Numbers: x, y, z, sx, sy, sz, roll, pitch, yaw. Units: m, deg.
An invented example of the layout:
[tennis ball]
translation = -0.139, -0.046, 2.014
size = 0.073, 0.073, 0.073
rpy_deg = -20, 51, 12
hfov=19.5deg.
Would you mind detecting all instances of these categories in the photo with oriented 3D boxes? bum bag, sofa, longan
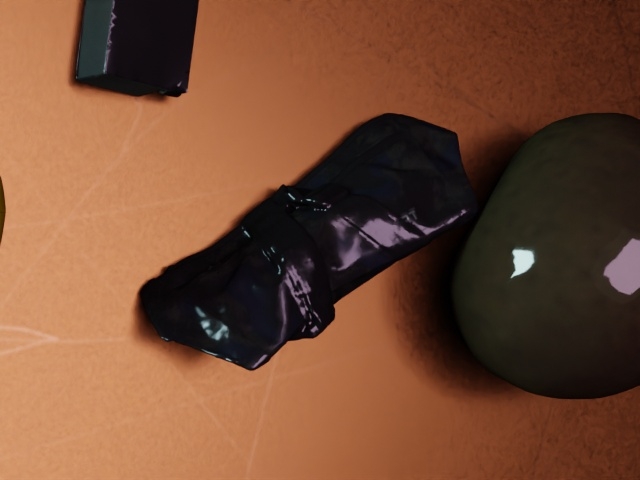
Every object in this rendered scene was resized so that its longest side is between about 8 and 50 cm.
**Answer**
[bum bag]
translation = 0.000, 0.000, 1.522
size = 0.310, 0.074, 0.137
rpy_deg = -37, 57, -16
[sofa]
translation = -0.147, -0.193, 1.516
size = 0.085, 0.060, 0.147
rpy_deg = 9, 84, -35
[longan]
translation = 0.221, 0.017, 1.542
size = 0.246, 0.246, 0.215
rpy_deg = -32, 117, -18

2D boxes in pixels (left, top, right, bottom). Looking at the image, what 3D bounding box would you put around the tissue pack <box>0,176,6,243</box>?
[tissue pack]
translation = -0.328, -0.029, 1.402
size = 0.178, 0.123, 0.127
rpy_deg = 7, 88, -17
